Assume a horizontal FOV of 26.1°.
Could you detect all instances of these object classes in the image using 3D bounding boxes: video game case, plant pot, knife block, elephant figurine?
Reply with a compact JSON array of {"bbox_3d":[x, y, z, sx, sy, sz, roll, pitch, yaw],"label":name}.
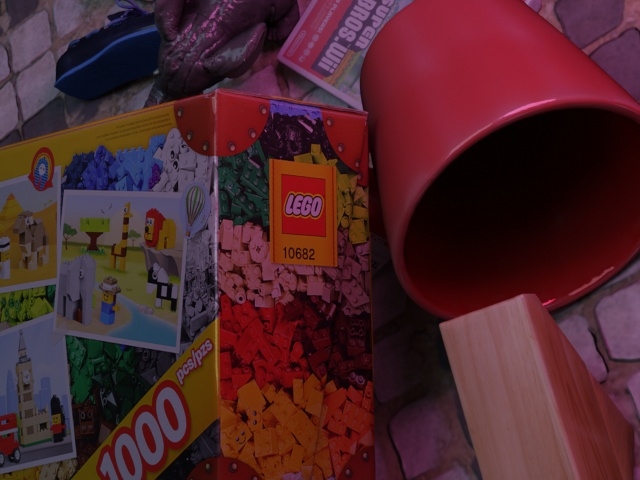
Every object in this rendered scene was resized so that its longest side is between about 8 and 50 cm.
[{"bbox_3d":[0.091,-0.236,1.563,0.285,0.025,0.204,36,96,40],"label":"video game case"},{"bbox_3d":[0.161,-0.098,1.315,0.275,0.275,0.243,-40,44,19],"label":"plant pot"},{"bbox_3d":[0.194,0.217,1.168,0.088,0.275,0.242,-23,30,29],"label":"knife block"},{"bbox_3d":[-0.127,-0.239,1.603,0.169,0.186,0.239,7,47,30],"label":"elephant figurine"}]

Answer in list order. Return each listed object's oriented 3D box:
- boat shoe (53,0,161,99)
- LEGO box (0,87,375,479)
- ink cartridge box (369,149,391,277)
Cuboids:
[{"bbox_3d":[-0.257,-0.265,1.792,0.258,0.109,0.089,-13,62,31],"label":"boat shoe"},{"bbox_3d":[-0.183,0.080,1.373,0.500,0.193,0.372,-8,81,47],"label":"LEGO box"},{"bbox_3d":[0.000,0.000,1.466,0.231,0.134,0.078,-46,53,15],"label":"ink cartridge box"}]
